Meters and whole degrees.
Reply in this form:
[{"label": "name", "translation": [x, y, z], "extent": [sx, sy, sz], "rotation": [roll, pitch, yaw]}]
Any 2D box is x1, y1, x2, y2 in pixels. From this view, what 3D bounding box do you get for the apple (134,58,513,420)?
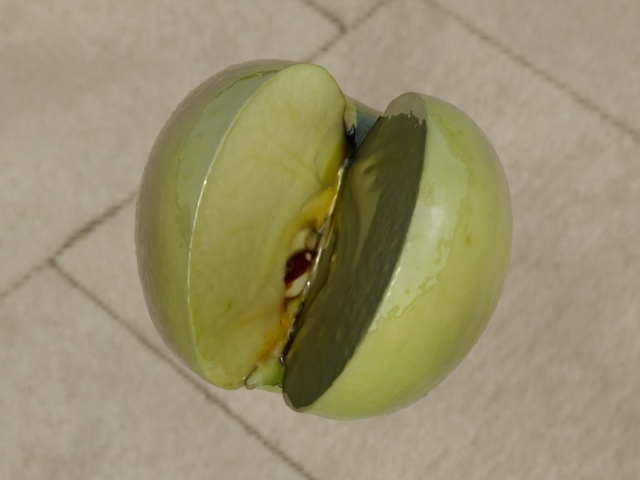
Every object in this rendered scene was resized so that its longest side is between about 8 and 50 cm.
[{"label": "apple", "translation": [0.000, 0.000, 1.395], "extent": [0.292, 0.292, 0.254], "rotation": [18, 90, 14]}]
